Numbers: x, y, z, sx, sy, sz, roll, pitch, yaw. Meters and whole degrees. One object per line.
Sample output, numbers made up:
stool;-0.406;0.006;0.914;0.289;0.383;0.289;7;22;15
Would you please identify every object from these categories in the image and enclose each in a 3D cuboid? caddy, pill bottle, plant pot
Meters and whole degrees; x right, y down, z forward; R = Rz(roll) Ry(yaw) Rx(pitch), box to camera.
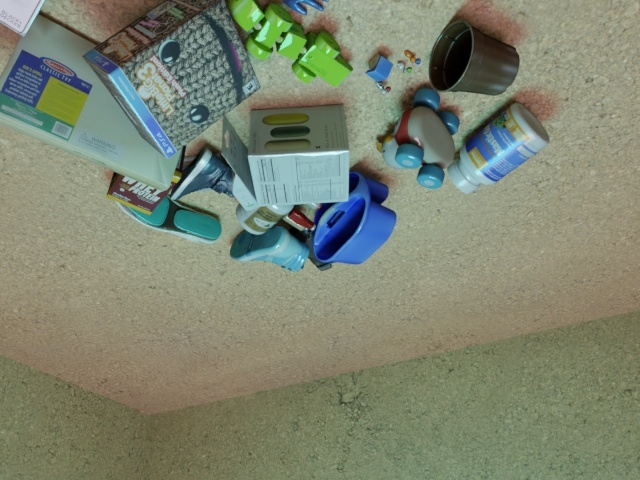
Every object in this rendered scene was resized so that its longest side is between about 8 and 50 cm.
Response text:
caddy;0.087;-0.068;1.549;0.179;0.241;0.341;11;140;-29
pill bottle;0.514;-0.261;1.402;0.152;0.152;0.272;22;135;-30
pill bottle;-0.160;-0.128;1.533;0.131;0.131;0.229;26;133;-33
plant pot;0.384;-0.434;1.168;0.165;0.166;0.167;5;142;-23

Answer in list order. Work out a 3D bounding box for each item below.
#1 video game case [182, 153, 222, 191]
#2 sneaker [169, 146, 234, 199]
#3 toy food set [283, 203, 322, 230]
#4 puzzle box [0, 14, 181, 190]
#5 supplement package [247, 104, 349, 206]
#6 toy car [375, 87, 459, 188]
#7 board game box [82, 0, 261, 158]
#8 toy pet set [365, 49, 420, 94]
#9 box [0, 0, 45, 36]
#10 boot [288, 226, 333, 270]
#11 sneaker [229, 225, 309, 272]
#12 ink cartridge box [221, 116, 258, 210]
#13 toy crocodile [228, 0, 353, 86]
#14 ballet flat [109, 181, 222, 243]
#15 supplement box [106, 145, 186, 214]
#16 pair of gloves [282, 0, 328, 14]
video game case;-0.378;-0.211;1.497;0.158;0.019;0.143;-5;142;2
sneaker;-0.352;-0.167;1.468;0.163;0.086;0.226;31;129;-32
toy food set;-0.040;-0.102;1.577;0.105;0.111;0.232;33;133;-21
puzzle box;-0.525;-0.321;1.139;0.409;0.271;0.052;24;156;-31
supplement package;-0.057;-0.239;1.339;0.263;0.199;0.198;-4;142;0
toy car;0.242;-0.277;1.364;0.238;0.219;0.210;-1;154;47
board game box;-0.319;-0.377;1.065;0.291;0.141;0.232;-43;143;-14
toy pet set;0.183;-0.432;1.220;0.114;0.065;0.122;24;134;-31
box;-0.572;-0.565;0.894;0.169;0.087;0.290;29;115;-35
boot;0.000;0.000;1.756;0.263;0.091;0.229;-36;125;25
sneaker;-0.174;0.051;1.715;0.319;0.127;0.208;-6;150;46
ink cartridge box;-0.246;-0.221;1.362;0.056;0.180;0.224;-19;140;13
toy crocodile;-0.064;-0.474;1.127;0.341;0.105;0.115;18;137;-33
ballet flat;-0.524;-0.080;1.582;0.400;0.139;0.139;26;133;-35
supplement box;-0.485;-0.216;1.335;0.129;0.194;0.191;26;134;-33
pair of gloves;-0.040;-0.593;1.025;0.160;0.023;0.198;9;141;-17
